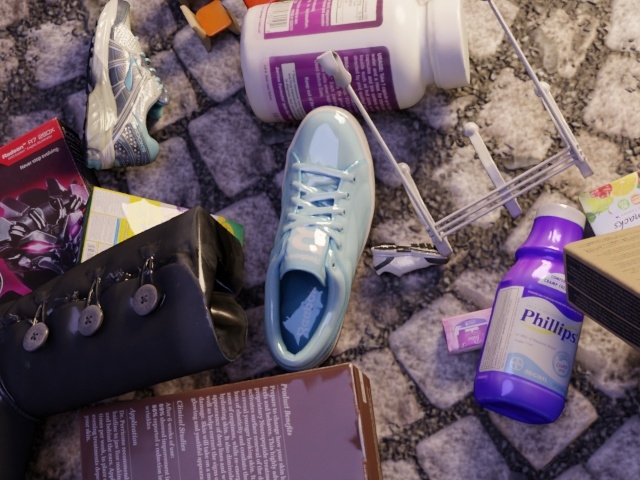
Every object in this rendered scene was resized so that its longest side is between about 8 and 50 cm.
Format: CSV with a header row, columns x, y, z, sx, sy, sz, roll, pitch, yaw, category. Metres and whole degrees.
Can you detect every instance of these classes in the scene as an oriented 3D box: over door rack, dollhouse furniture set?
x,y,z,sx,sy,sz,roll,pitch,yaw,category
0.181,-0.172,1.540,0.239,0.108,0.324,-30,106,10,over door rack
-0.120,-0.454,1.734,0.262,0.135,0.259,-29,72,4,dollhouse furniture set

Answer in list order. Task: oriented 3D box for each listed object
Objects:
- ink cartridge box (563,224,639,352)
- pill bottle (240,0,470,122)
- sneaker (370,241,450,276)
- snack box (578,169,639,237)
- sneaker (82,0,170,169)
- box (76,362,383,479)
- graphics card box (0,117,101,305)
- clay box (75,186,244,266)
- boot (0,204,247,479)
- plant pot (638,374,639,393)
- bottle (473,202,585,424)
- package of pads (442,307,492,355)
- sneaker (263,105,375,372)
x,y,z,sx,sy,sz,roll,pitch,yaw,category
0.443,0.045,1.415,0.234,0.193,0.088,-13,113,-15,ink cartridge box
0.052,-0.261,1.631,0.301,0.169,0.169,-4,75,11,pill bottle
0.124,0.027,1.615,0.109,0.040,0.044,2,108,7,sneaker
0.428,-0.039,1.560,0.141,0.037,0.100,-24,74,6,snack box
-0.288,-0.229,1.747,0.122,0.110,0.283,5,68,-15,sneaker
-0.116,0.291,1.544,0.381,0.143,0.191,-10,73,11,box
-0.400,0.033,1.694,0.232,0.094,0.371,-27,73,4,graphics card box
-0.221,0.014,1.627,0.222,0.053,0.127,14,60,-19,clay box
-0.292,0.193,1.465,0.445,0.146,0.367,-19,65,15,boot
0.527,0.204,1.386,0.274,0.256,0.256,36,86,34,plant pot
0.283,0.091,1.518,0.118,0.092,0.283,24,70,-18,bottle
0.208,0.122,1.570,0.083,0.032,0.050,-14,74,9,package of pads
0.000,0.000,1.549,0.135,0.150,0.366,5,91,3,sneaker
